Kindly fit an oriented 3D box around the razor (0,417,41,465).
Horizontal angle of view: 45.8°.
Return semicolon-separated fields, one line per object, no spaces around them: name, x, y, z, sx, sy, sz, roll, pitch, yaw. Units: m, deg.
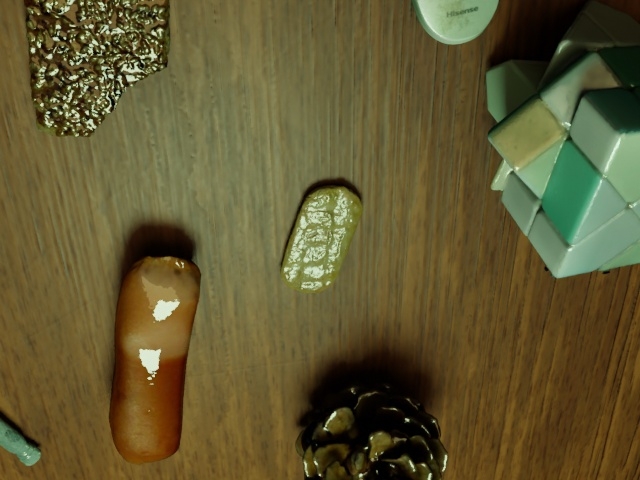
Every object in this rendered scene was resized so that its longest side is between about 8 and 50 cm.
razor;-0.419;0.201;0.907;0.106;0.068;0.232;-24;129;7

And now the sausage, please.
sausage;-0.196;0.140;0.885;0.089;0.083;0.300;8;117;-7

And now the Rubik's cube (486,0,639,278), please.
Rubik's cube;0.269;-0.099;0.747;0.265;0.213;0.224;-8;138;-17

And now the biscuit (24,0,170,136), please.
biscuit;-0.205;-0.203;0.702;0.131;0.026;0.237;2;120;-9

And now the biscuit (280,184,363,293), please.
biscuit;0.000;0.000;0.866;0.071;0.018;0.147;13;118;-15

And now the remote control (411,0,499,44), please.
remote control;0.114;-0.306;0.682;0.097;0.045;0.256;-12;120;-3

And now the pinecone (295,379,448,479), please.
pinecone;0.062;0.277;0.942;0.179;0.204;0.184;38;109;-7
